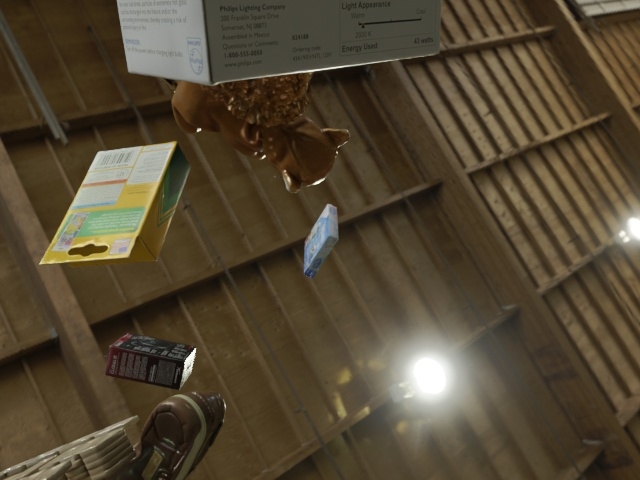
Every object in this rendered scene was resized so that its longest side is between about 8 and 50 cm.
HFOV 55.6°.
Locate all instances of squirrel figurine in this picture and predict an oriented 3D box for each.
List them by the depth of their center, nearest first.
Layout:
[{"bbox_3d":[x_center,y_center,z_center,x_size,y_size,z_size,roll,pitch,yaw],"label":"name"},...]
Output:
[{"bbox_3d":[-0.122,-0.283,1.314,0.281,0.397,0.370,-41,-101,-11],"label":"squirrel figurine"}]

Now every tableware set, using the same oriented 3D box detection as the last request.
[{"bbox_3d":[-0.356,-0.392,1.465,0.128,0.194,0.039,41,-86,-1],"label":"tableware set"}]

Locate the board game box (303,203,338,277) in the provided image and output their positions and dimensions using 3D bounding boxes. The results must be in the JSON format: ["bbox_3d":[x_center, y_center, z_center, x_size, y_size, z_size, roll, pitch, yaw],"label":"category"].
[{"bbox_3d":[0.000,0.000,0.997,0.020,0.090,0.090,23,-147,-17],"label":"board game box"}]

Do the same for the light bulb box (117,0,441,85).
[{"bbox_3d":[-0.048,-0.390,0.704,0.357,0.225,0.361,-19,-63,-36],"label":"light bulb box"}]

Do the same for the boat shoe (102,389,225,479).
[{"bbox_3d":[-0.201,0.288,0.785,0.095,0.257,0.095,48,-153,14],"label":"boat shoe"}]

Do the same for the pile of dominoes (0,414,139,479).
[{"bbox_3d":[-0.346,0.294,0.725,0.040,0.251,0.196,65,-165,2],"label":"pile of dominoes"}]

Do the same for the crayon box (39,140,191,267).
[{"bbox_3d":[-0.413,-0.059,1.255,0.203,0.083,0.323,-4,-132,16],"label":"crayon box"}]

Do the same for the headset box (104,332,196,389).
[{"bbox_3d":[-0.174,0.121,0.615,0.083,0.062,0.032,11,-87,-3],"label":"headset box"}]
